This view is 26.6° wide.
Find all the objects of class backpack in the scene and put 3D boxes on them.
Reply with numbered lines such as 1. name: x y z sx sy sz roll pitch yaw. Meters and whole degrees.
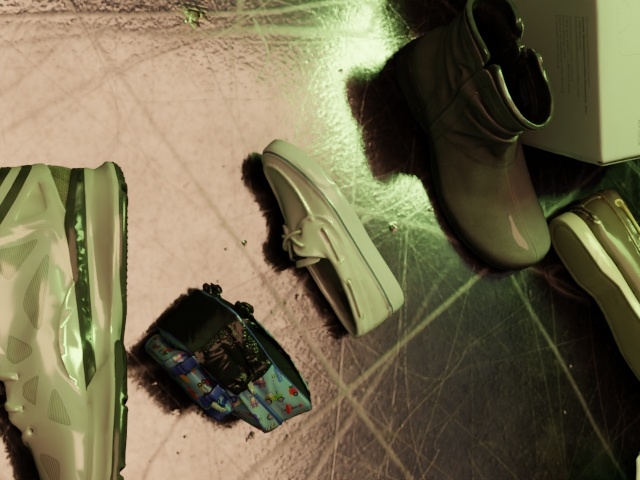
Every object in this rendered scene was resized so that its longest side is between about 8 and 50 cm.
1. backpack: -0.097 0.150 1.537 0.117 0.158 0.173 -43 111 -11

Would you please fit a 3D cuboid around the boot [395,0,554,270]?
1. boot: 0.215 -0.121 1.638 0.118 0.223 0.338 -31 95 -21

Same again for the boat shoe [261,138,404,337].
1. boat shoe: 0.000 0.000 1.614 0.084 0.095 0.258 -39 97 -24

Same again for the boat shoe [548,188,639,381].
1. boat shoe: 0.422 0.086 1.752 0.097 0.116 0.324 -33 90 -17

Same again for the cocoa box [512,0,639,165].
1. cocoa box: 0.369 -0.292 1.664 0.228 0.231 0.347 -11 106 -22

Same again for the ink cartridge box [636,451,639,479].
1. ink cartridge box: 0.523 0.383 1.751 0.353 0.119 0.207 9 82 -20

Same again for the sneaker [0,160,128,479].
1. sneaker: -0.340 0.132 1.462 0.257 0.169 0.447 1 76 -11
